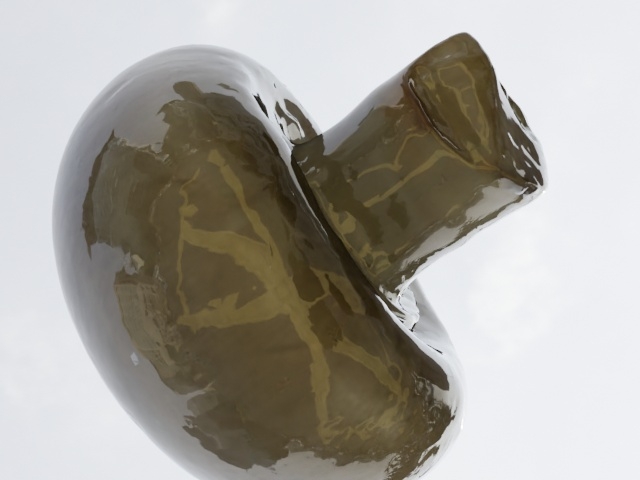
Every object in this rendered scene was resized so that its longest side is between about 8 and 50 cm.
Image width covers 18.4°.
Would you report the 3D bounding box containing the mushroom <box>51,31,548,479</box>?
[{"bbox_3d":[0.000,0.000,0.787,0.204,0.204,0.204,1,-94,-23],"label":"mushroom"}]
